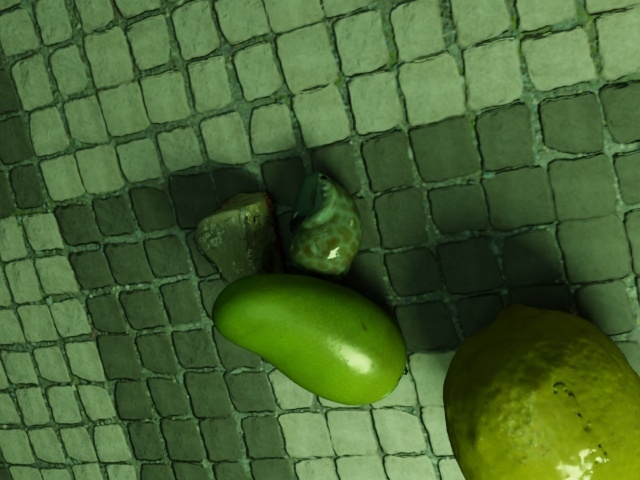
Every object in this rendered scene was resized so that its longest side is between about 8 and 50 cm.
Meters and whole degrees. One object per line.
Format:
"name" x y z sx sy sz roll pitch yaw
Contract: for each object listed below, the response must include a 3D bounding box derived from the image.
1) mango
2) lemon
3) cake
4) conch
"mango" -0.009 0.133 1.109 0.293 0.143 0.175 25 131 -14
"lemon" 0.281 0.225 0.985 0.261 0.260 0.283 -3 111 25
"cake" -0.119 0.042 1.198 0.117 0.086 0.220 -2 107 29
"conch" 0.009 -0.010 1.118 0.116 0.106 0.172 -4 85 50
